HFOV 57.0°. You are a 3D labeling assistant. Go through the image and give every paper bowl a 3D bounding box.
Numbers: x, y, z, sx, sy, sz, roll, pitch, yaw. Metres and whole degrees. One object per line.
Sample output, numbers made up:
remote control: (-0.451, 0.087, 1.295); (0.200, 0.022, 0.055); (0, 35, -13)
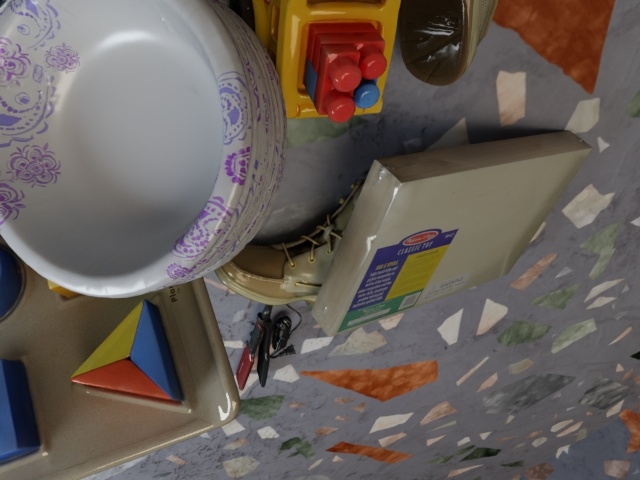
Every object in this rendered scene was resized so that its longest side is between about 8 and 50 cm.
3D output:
paper bowl: (-0.165, -0.097, 0.551); (0.284, 0.284, 0.148); (-41, 170, 18)

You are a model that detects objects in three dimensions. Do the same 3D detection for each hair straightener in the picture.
hair straightener: (-0.083, 0.172, 1.010); (0.089, 0.047, 0.231); (0, 128, -23)

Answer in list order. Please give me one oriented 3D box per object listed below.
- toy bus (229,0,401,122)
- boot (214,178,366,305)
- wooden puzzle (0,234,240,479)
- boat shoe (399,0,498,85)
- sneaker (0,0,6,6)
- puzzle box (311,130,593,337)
toy bus: (0.006, -0.214, 0.534); (0.149, 0.211, 0.220); (-6, 133, -16)
boot: (0.000, 0.000, 0.827); (0.261, 0.095, 0.203); (13, 127, -35)
wooden puzzle: (-0.294, 0.093, 0.635); (0.347, 0.322, 0.080); (-21, 164, 0)
boat shoe: (0.144, -0.309, 0.590); (0.098, 0.109, 0.302); (-48, 150, -35)
sneaker: (-0.268, -0.281, 0.408); (0.104, 0.125, 0.262); (-12, 136, -13)
puzzle box: (0.194, -0.018, 0.844); (0.408, 0.052, 0.272); (-13, 140, -36)
